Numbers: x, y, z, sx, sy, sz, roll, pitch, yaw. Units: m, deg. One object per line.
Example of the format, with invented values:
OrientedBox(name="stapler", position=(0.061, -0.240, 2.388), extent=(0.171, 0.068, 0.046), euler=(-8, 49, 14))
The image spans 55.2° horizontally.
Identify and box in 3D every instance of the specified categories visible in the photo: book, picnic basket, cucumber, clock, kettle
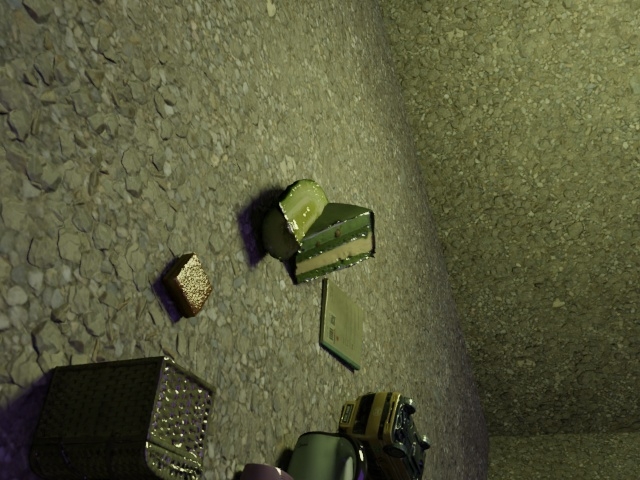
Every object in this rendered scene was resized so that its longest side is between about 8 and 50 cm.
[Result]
OrientedBox(name="book", position=(0.068, 0.261, 1.878), extent=(0.283, 0.025, 0.215), euler=(49, 39, -51))
OrientedBox(name="picnic basket", position=(-0.266, 0.259, 0.832), extent=(0.134, 0.196, 0.154), euler=(54, 35, -49))
OrientedBox(name="cucumber", position=(-0.069, -0.072, 1.580), extent=(0.145, 0.105, 0.325), euler=(64, 24, -14))
OrientedBox(name="clock", position=(-0.095, 0.511, 1.263), extent=(0.153, 0.110, 0.050), euler=(59, 33, -44))
OrientedBox(name="kettle", position=(0.015, 0.553, 1.378), extent=(0.161, 0.221, 0.236), euler=(39, 41, -25))

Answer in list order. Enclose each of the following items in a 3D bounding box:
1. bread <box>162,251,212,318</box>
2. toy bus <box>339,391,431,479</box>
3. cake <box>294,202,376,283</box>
OrientedBox(name="bread", position=(-0.250, 0.084, 1.156), extent=(0.090, 0.035, 0.094), euler=(-67, 142, -53))
OrientedBox(name="toy bus", position=(0.204, 0.616, 1.840), extent=(0.177, 0.201, 0.365), euler=(-67, 145, -43))
OrientedBox(name="cake", position=(-0.003, 0.002, 1.729), extent=(0.283, 0.172, 0.158), euler=(-21, 119, -34))
